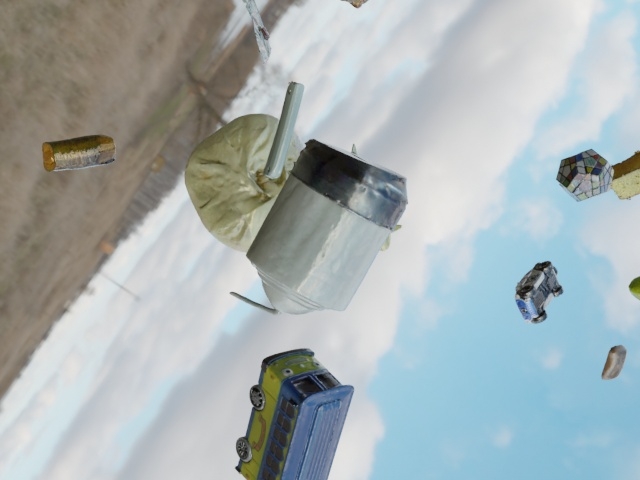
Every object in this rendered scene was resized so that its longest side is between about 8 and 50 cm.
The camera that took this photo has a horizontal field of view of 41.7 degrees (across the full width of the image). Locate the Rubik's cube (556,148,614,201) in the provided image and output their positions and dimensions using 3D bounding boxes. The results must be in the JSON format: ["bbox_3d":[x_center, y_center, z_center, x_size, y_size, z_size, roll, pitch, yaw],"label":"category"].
[{"bbox_3d":[0.526,-0.129,1.674,0.111,0.093,0.111,-45,-142,51],"label":"Rubik's cube"}]

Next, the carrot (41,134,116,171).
[{"bbox_3d":[-0.590,-0.215,2.060,0.173,0.082,0.082,-13,175,-23],"label":"carrot"}]

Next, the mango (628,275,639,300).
[{"bbox_3d":[0.803,0.096,1.855,0.125,0.232,0.111,46,35,-73],"label":"mango"}]

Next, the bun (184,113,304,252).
[{"bbox_3d":[-0.172,-0.149,2.150,0.361,0.361,0.213,-57,-175,-9],"label":"bun"}]

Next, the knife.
[{"bbox_3d":[-0.061,-0.181,1.380,0.044,0.023,0.162,30,-74,62],"label":"knife"}]

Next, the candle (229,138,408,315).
[{"bbox_3d":[0.000,0.000,1.509,0.343,0.221,0.221,-62,-169,6],"label":"candle"}]

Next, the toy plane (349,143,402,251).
[{"bbox_3d":[0.106,-0.092,1.857,0.092,0.244,0.229,-23,-171,23],"label":"toy plane"}]

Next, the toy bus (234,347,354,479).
[{"bbox_3d":[-0.057,0.380,1.696,0.175,0.138,0.288,36,-59,41],"label":"toy bus"}]

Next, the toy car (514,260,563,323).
[{"bbox_3d":[0.475,0.109,1.844,0.070,0.080,0.170,-14,-160,42],"label":"toy car"}]

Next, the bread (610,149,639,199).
[{"bbox_3d":[0.827,-0.171,2.209,0.187,0.103,0.065,-29,-138,51],"label":"bread"}]

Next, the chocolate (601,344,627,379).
[{"bbox_3d":[0.736,0.311,2.099,0.031,0.064,0.101,40,-51,47],"label":"chocolate"}]

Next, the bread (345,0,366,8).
[{"bbox_3d":[0.049,-0.462,1.463,0.076,0.105,0.233,-45,171,25],"label":"bread"}]

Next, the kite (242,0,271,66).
[{"bbox_3d":[-0.130,-0.435,1.621,0.012,0.229,0.250,-18,157,10],"label":"kite"}]
